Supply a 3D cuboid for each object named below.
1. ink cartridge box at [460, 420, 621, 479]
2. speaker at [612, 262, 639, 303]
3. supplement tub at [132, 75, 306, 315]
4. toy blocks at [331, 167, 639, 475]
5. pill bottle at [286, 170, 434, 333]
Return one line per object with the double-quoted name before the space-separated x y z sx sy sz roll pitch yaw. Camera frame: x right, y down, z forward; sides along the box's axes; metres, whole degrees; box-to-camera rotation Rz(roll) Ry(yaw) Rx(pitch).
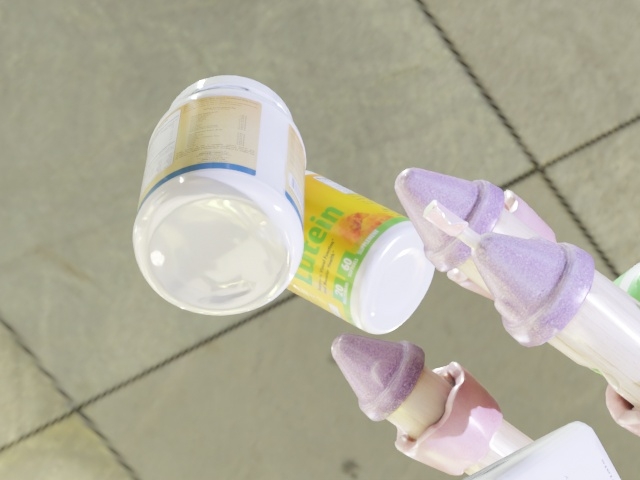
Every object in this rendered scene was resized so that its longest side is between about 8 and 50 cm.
"ink cartridge box" 0.014 0.158 0.537 0.172 0.237 0.100 -33 80 22
"speaker" 0.329 0.039 1.040 0.296 0.131 0.131 -22 110 44
"supplement tub" -0.085 -0.045 1.393 0.144 0.199 0.144 0 125 1
"toy blocks" 0.146 0.021 0.870 0.260 0.288 0.309 36 94 -14
"pill bottle" 0.000 0.000 1.834 0.246 0.136 0.136 27 131 33
